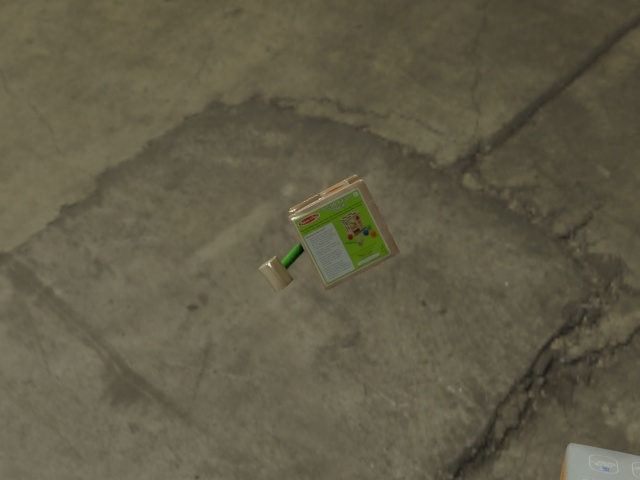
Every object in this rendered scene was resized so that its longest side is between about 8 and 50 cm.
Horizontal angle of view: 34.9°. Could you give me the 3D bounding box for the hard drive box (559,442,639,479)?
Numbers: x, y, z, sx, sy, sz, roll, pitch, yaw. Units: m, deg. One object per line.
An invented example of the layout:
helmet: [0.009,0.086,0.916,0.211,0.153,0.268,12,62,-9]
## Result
hard drive box: [0.138,0.225,0.456,0.089,0.181,0.232,10,14,10]

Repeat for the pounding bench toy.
pounding bench toy: [0.000,0.000,0.657,0.083,0.052,0.065,-28,7,1]
